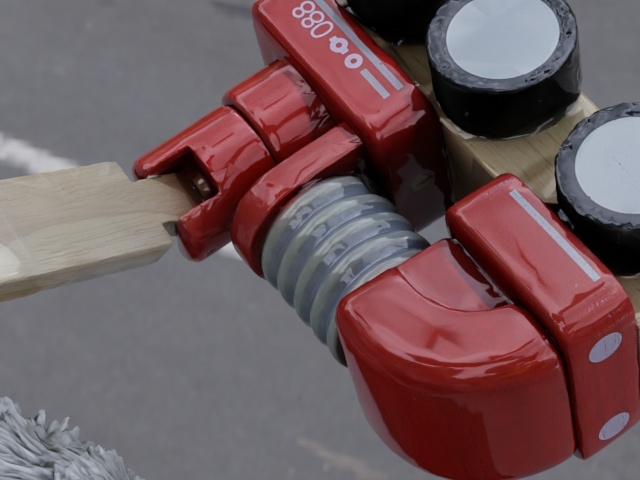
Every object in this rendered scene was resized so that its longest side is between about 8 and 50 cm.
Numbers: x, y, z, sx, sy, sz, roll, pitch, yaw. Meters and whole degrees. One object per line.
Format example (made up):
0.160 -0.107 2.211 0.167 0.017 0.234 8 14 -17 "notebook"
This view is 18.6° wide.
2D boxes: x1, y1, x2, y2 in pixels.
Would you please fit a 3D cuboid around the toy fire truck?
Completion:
0.000 0.000 0.731 0.246 0.158 0.217 -33 57 -11 "toy fire truck"

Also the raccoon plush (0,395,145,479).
-0.084 0.112 0.855 0.216 0.299 0.446 15 53 -70 "raccoon plush"
